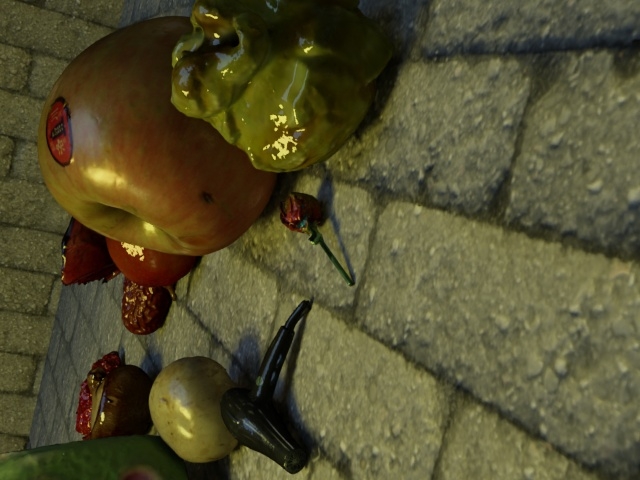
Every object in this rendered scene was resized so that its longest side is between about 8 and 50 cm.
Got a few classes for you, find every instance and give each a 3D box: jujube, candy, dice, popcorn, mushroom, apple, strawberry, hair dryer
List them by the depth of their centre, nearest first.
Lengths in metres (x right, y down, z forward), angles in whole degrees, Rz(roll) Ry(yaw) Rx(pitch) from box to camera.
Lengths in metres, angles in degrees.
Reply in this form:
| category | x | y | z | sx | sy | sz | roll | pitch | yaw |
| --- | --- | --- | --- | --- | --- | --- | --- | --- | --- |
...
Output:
| category | x | y | z | sx | sy | sz | roll | pitch | yaw |
| --- | --- | --- | --- | --- | --- | --- | --- | --- | --- |
| popcorn | -0.058 | -0.229 | 1.104 | 0.225 | 0.276 | 0.277 | 138 | 138 | -61 |
| candy | 0.000 | 0.000 | 1.131 | 0.201 | 0.060 | 0.061 | 55 | 129 | 48 |
| hair dryer | -0.053 | 0.186 | 1.154 | 0.195 | 0.075 | 0.219 | 23 | 93 | 56 |
| mushroom | -0.186 | 0.258 | 1.316 | 0.166 | 0.127 | 0.166 | 18 | 120 | 33 |
| dice | -0.378 | 0.492 | 1.350 | 0.322 | 0.318 | 0.331 | 141 | 124 | -63 |
| apple | -0.246 | -0.163 | 1.352 | 0.391 | 0.391 | 0.347 | -28 | 40 | 60 |
| mushroom | -0.422 | 0.360 | 1.808 | 0.231 | 0.138 | 0.194 | 180 | 87 | -77 |
| jujube | -0.375 | 0.121 | 1.836 | 0.112 | 0.109 | 0.176 | -43 | -33 | -66 |
| strawberry | -0.537 | 0.378 | 2.072 | 0.174 | 0.097 | 0.228 | -19 | 63 | 62 |

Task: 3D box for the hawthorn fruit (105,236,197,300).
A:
| category | x | y | z | sx | sy | sz | roll | pitch | yaw |
| --- | --- | --- | --- | --- | --- | --- | --- | --- | --- |
| hawthorn fruit | -0.325 | 0.015 | 1.697 | 0.196 | 0.196 | 0.226 | -7 | 100 | 65 |

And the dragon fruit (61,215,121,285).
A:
| category | x | y | z | sx | sy | sz | roll | pitch | yaw |
| --- | --- | --- | --- | --- | --- | --- | --- | --- | --- |
| dragon fruit | -0.453 | -0.031 | 1.826 | 0.343 | 0.100 | 0.282 | -19 | -65 | -87 |
